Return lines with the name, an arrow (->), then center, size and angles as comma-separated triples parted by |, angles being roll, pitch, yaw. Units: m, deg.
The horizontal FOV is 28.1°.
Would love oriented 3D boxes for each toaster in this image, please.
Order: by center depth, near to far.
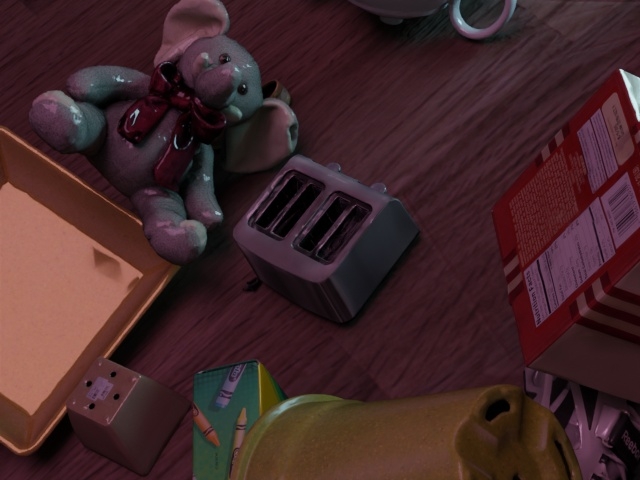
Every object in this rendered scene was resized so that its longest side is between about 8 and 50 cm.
toaster -> 0.000, 0.000, 1.581 | 0.168, 0.110, 0.185 | 27, 71, 35

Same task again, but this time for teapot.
teapot -> 0.113, -0.385, 1.760 | 0.253, 0.187, 0.256 | -4, 33, -13

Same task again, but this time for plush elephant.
plush elephant -> -0.173, -0.163, 1.649 | 0.255, 0.272, 0.330 | -42, 10, 8

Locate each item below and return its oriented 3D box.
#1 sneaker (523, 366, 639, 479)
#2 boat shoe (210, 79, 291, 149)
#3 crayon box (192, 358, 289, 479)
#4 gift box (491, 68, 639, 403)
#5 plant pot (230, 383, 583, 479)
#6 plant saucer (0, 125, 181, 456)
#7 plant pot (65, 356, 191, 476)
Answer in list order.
sneaker -> 0.288, 0.194, 1.320 | 0.146, 0.122, 0.330 | -10, 55, 18
boat shoe -> -0.107, -0.180, 1.789 | 0.135, 0.045, 0.050 | -36, 51, -4
crayon box -> -0.070, 0.290, 1.374 | 0.081, 0.165, 0.278 | -13, 54, 14
gift box -> 0.357, 0.011, 1.241 | 0.276, 0.258, 0.255 | -47, 33, 41
plant pot -> 0.097, 0.249, 1.208 | 0.254, 0.276, 0.276 | -25, 45, 41
plant saucer -> -0.397, 0.066, 1.664 | 0.333, 0.081, 0.332 | 34, 73, 10
plant pot -> -0.242, 0.203, 1.549 | 0.109, 0.096, 0.109 | 20, 66, 31
